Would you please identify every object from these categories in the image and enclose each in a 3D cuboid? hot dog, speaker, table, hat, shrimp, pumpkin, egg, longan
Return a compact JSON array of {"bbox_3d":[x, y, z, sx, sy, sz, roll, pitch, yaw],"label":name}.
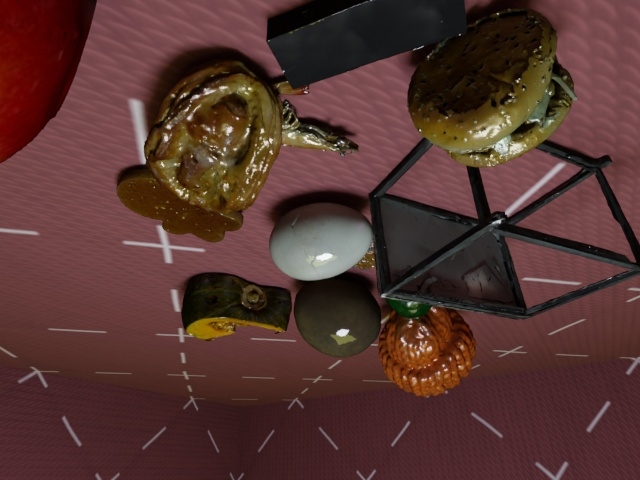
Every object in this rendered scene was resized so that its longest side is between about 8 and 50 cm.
[{"bbox_3d":[-0.156,-0.130,0.598,0.175,0.114,0.259,28,143,-12],"label":"hot dog"},{"bbox_3d":[0.051,-0.250,0.481,0.218,0.044,0.082,-12,148,19],"label":"speaker"},{"bbox_3d":[0.303,-0.025,0.706,0.336,0.222,0.272,12,147,-22],"label":"table"},{"bbox_3d":[0.282,0.252,1.122,0.286,0.285,0.400,-10,145,14],"label":"hat"},{"bbox_3d":[-0.017,-0.182,0.607,0.179,0.034,0.124,13,146,-5],"label":"shrimp"},{"bbox_3d":[-0.244,0.199,1.153,0.281,0.139,0.190,21,139,-28],"label":"pumpkin"},{"bbox_3d":[0.000,0.000,0.806,0.210,0.151,0.151,-15,147,19],"label":"egg"},{"bbox_3d":[0.045,0.201,1.110,0.246,0.215,0.246,36,166,11],"label":"longan"}]

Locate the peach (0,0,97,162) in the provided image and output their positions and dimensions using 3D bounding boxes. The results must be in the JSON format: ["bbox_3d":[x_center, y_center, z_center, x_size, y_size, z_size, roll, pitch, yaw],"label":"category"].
[{"bbox_3d":[-0.318,-0.206,0.256,0.310,0.334,0.406,13,143,-35],"label":"peach"}]

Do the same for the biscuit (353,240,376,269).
[{"bbox_3d":[0.129,0.029,0.985,0.124,0.026,0.175,11,148,-19],"label":"biscuit"}]

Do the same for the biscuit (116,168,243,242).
[{"bbox_3d":[-0.267,-0.066,0.792,0.180,0.039,0.236,-24,142,37],"label":"biscuit"}]

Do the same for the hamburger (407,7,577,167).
[{"bbox_3d":[0.202,-0.181,0.485,0.113,0.177,0.186,35,175,-40],"label":"hamburger"}]
